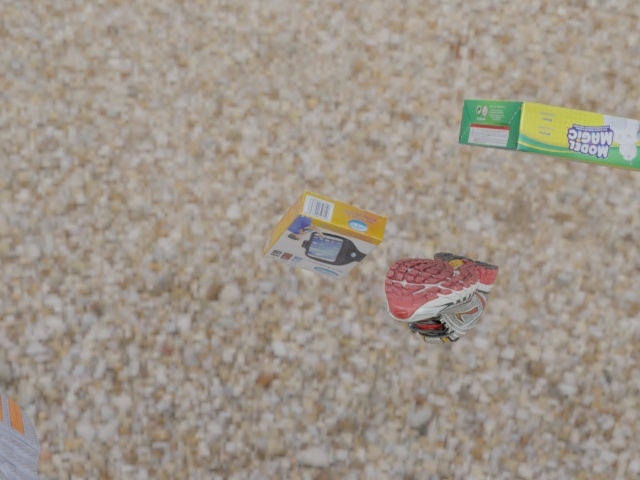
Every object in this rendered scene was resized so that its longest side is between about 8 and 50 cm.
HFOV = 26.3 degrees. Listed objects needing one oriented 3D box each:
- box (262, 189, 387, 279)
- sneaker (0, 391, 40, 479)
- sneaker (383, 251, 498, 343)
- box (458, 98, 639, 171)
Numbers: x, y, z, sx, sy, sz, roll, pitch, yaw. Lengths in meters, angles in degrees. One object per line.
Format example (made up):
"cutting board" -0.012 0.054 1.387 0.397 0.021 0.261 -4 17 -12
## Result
"box" 0.000 0.000 1.270 0.081 0.136 0.028 18 64 -12
"sneaker" -0.279 0.223 0.958 0.124 0.180 0.321 41 3 -17
"sneaker" 0.129 0.069 1.439 0.088 0.092 0.225 15 8 25
"box" 0.214 -0.082 1.107 0.179 0.043 0.105 5 5 -21
